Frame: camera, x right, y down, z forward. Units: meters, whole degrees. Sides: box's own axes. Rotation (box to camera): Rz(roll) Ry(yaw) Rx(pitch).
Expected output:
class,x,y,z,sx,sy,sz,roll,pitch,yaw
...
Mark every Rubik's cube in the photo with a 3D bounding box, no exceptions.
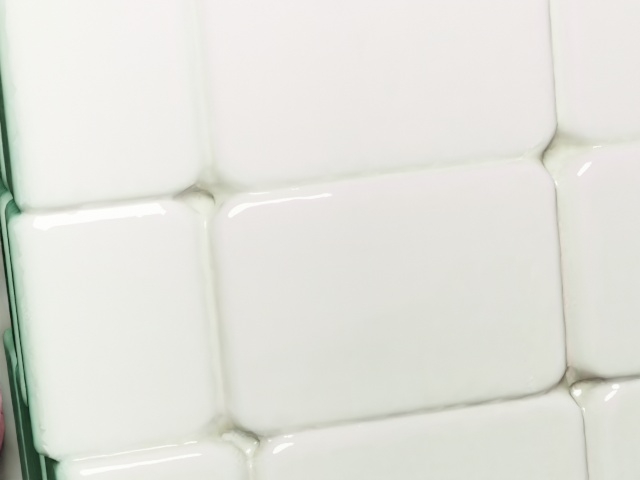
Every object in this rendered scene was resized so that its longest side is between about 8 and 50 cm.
class,x,y,z,sx,sy,sz,roll,pitch,yaw
Rubik's cube,0.000,0.000,0.878,0.319,0.322,0.316,-8,99,-13

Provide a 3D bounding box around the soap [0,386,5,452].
class,x,y,z,sx,sy,sz,roll,pitch,yaw
soap,-0.232,0.129,0.981,0.100,0.056,0.149,13,96,-17
